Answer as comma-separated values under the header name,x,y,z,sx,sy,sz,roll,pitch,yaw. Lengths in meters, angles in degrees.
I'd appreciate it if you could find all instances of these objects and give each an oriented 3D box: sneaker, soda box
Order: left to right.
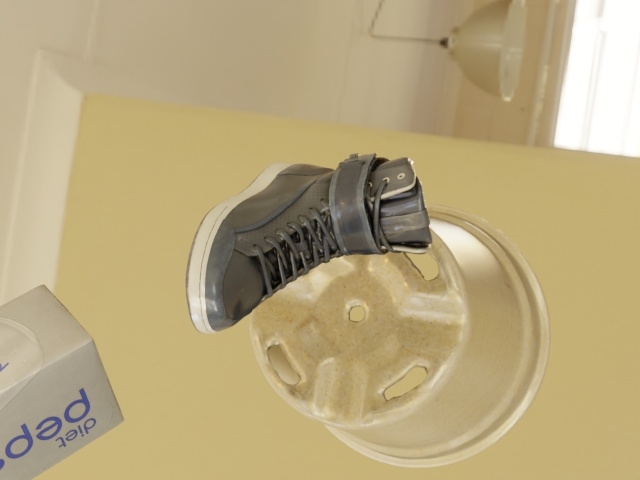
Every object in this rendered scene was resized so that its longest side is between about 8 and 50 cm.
name,x,y,z,sx,sy,sz,roll,pitch,yaw
soda box,-0.294,0.153,0.664,0.286,0.091,0.098,-30,-47,-25
sneaker,0.000,-0.002,0.750,0.226,0.163,0.086,-55,-39,-49

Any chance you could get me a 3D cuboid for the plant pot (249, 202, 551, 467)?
name,x,y,z,sx,sy,sz,roll,pitch,yaw
plant pot,0.075,0.091,1.022,0.305,0.333,0.334,30,-109,-70
